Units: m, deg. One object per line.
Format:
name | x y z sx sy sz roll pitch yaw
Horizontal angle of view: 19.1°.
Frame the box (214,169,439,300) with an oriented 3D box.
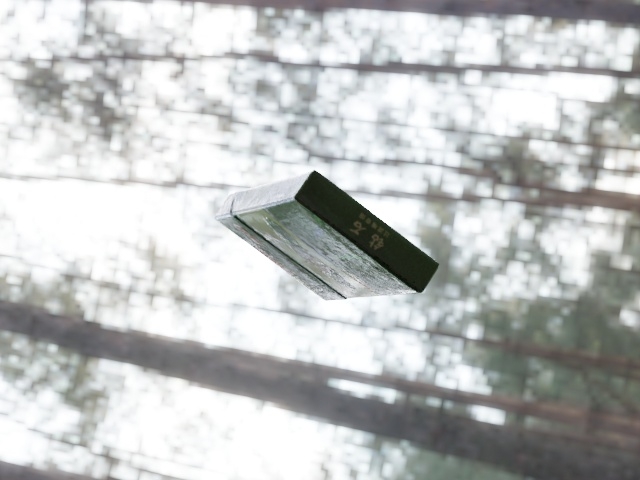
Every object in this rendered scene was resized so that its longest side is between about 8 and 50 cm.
box | 0.000 0.000 1.584 0.132 0.235 0.034 37 -103 -14
